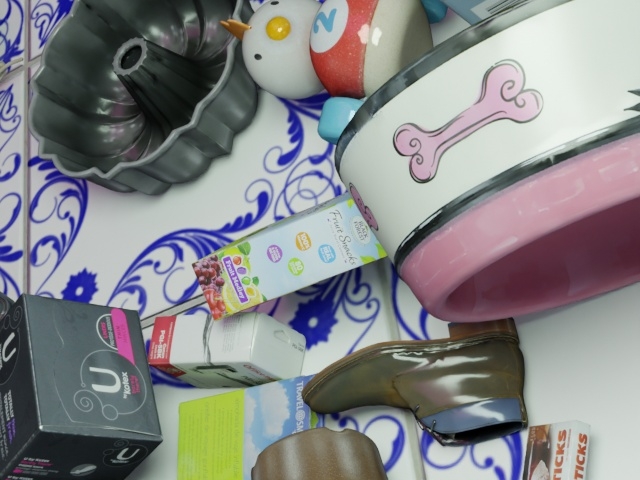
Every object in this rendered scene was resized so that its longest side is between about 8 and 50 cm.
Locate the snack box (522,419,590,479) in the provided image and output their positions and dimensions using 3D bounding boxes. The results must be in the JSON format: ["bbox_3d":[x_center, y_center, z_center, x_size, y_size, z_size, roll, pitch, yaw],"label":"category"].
[{"bbox_3d":[0.196,0.246,1.020,0.064,0.022,0.178,-24,50,57],"label":"snack box"}]

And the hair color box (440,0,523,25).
[{"bbox_3d":[0.198,-0.378,1.235,0.113,0.185,0.375,-25,51,35],"label":"hair color box"}]

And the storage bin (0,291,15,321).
[{"bbox_3d":[-0.479,0.086,1.524,0.135,0.091,0.098,24,81,40],"label":"storage bin"}]

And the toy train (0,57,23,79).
[{"bbox_3d":[-0.516,-0.240,1.723,0.248,0.105,0.143,-28,41,19],"label":"toy train"}]

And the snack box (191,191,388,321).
[{"bbox_3d":[0.000,0.000,1.198,0.207,0.174,0.070,-20,94,22],"label":"snack box"}]

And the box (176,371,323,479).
[{"bbox_3d":[-0.066,0.206,1.218,0.178,0.042,0.109,-16,59,25],"label":"box"}]

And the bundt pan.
[{"bbox_3d":[-0.199,-0.199,1.465,0.330,0.124,0.331,-15,59,28],"label":"bundt pan"}]

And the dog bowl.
[{"bbox_3d":[0.224,-0.060,0.956,0.407,0.408,0.150,-24,72,22],"label":"dog bowl"}]

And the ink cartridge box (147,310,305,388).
[{"bbox_3d":[-0.098,0.117,1.249,0.135,0.099,0.056,-5,66,32],"label":"ink cartridge box"}]

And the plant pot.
[{"bbox_3d":[0.008,0.270,1.068,0.167,0.167,0.165,-30,46,17],"label":"plant pot"}]

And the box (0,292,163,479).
[{"bbox_3d":[-0.302,0.202,1.257,0.270,0.143,0.165,-45,47,36],"label":"box"}]

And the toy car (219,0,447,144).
[{"bbox_3d":[-0.007,-0.207,1.252,0.237,0.210,0.219,12,84,16],"label":"toy car"}]

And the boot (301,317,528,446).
[{"bbox_3d":[0.090,0.150,1.112,0.219,0.082,0.106,-20,59,13],"label":"boot"}]
